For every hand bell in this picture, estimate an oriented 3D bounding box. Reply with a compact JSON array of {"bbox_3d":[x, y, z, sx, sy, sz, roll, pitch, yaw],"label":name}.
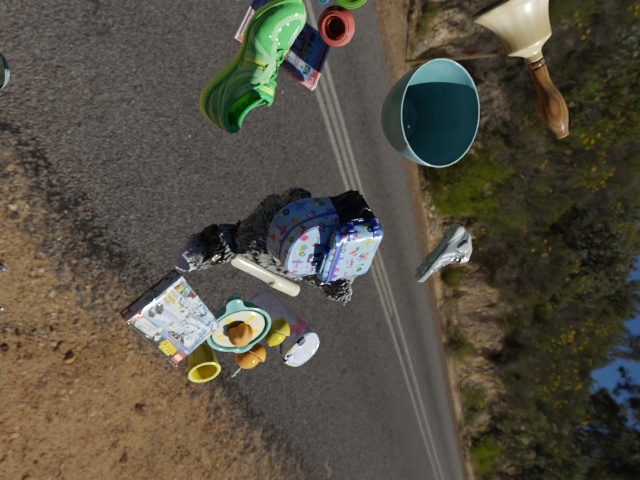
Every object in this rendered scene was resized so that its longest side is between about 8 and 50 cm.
[{"bbox_3d":[0.348,-0.275,0.687,0.242,0.126,0.126,58,34,-19],"label":"hand bell"}]

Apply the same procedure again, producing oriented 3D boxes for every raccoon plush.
[{"bbox_3d":[-0.112,0.065,1.032,0.216,0.446,0.299,64,-3,-36],"label":"raccoon plush"}]

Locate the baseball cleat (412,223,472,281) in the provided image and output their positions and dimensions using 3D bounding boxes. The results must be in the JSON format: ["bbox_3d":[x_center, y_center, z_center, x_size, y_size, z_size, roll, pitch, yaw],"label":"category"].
[{"bbox_3d":[0.359,0.053,1.227,0.206,0.109,0.072,-52,-171,1],"label":"baseball cleat"}]

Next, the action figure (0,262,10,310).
[{"bbox_3d":[-0.781,0.129,0.924,0.141,0.276,0.164,53,20,20],"label":"action figure"}]

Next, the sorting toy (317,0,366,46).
[{"bbox_3d":[0.027,-0.302,0.546,0.102,0.061,0.042,-60,-176,39],"label":"sorting toy"}]

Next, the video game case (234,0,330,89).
[{"bbox_3d":[-0.109,-0.635,1.362,0.285,0.025,0.204,27,67,-24],"label":"video game case"}]

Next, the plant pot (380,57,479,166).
[{"bbox_3d":[0.291,-0.365,1.272,0.290,0.195,0.290,-6,102,-28],"label":"plant pot"}]

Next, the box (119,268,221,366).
[{"bbox_3d":[-0.217,0.118,0.641,0.094,0.027,0.137,-42,140,-21],"label":"box"}]

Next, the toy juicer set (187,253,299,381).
[{"bbox_3d":[-0.139,0.183,0.913,0.209,0.089,0.329,10,123,-34],"label":"toy juicer set"}]

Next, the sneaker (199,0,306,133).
[{"bbox_3d":[-0.117,-0.335,0.854,0.295,0.123,0.109,-47,163,22],"label":"sneaker"}]

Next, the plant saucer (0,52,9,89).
[{"bbox_3d":[-0.934,-0.497,1.246,0.021,0.119,0.119,-25,117,-56],"label":"plant saucer"}]

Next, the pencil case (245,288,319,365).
[{"bbox_3d":[-0.125,0.259,1.306,0.124,0.273,0.113,-37,137,-17],"label":"pencil case"}]

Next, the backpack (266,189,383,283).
[{"bbox_3d":[0.000,0.000,0.751,0.117,0.173,0.158,60,-36,35],"label":"backpack"}]
